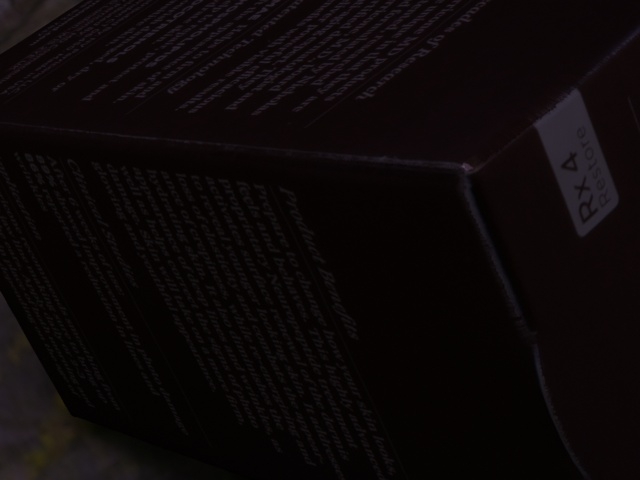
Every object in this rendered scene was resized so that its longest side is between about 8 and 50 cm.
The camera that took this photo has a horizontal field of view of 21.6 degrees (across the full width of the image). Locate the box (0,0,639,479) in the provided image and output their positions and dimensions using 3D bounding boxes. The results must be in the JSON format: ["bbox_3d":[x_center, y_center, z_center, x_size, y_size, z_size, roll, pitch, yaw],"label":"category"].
[{"bbox_3d":[0.000,0.000,0.712,0.143,0.191,0.381,-39,30,-28],"label":"box"}]
